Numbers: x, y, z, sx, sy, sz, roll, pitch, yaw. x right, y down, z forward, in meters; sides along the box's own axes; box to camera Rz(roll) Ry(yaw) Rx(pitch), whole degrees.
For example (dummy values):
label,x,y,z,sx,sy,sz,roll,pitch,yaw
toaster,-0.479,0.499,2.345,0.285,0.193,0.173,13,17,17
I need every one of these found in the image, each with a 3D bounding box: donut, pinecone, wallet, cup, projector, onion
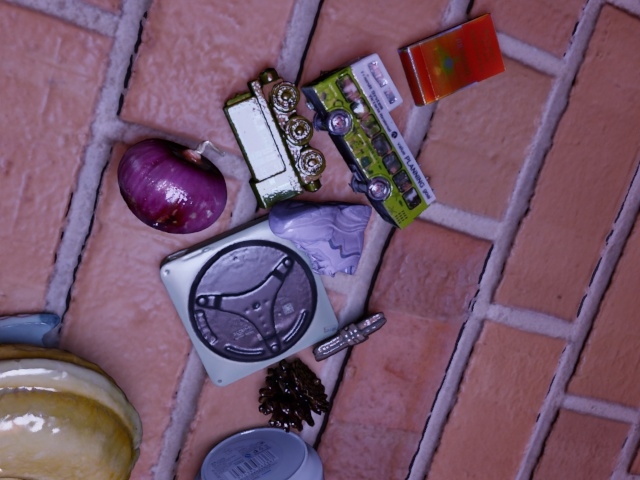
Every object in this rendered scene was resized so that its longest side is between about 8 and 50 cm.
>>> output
label,x,y,z,sx,sy,sz,roll,pitch,yaw
donut,-0.507,0.336,0.884,0.450,0.198,0.448,-13,131,-15
pinecone,-0.056,0.292,1.071,0.121,0.140,0.140,-44,109,10
wallet,0.055,0.185,1.087,0.153,0.118,0.038,-26,76,-4
cup,-0.136,0.544,1.074,0.323,0.237,0.326,-4,106,18
projector,-0.122,0.106,1.038,0.257,0.079,0.258,-24,108,-9
onion,-0.234,-0.091,0.915,0.178,0.177,0.153,4,103,-15

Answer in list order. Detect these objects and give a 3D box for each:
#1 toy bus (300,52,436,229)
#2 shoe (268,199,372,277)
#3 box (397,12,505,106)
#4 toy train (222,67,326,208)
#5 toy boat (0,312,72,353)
label,x,y,z,sx,sy,sz,roll,pitch,yaw
toy bus,0.095,-0.174,1.019,0.139,0.113,0.301,-35,111,-5
shoe,0.000,0.000,0.988,0.245,0.095,0.137,-4,98,-53
box,0.241,-0.330,1.049,0.175,0.048,0.112,-24,109,-9
toy train,-0.081,-0.173,0.982,0.137,0.090,0.225,-24,107,-5
toy boat,-0.538,0.191,0.964,0.208,0.079,0.134,-18,117,-20
